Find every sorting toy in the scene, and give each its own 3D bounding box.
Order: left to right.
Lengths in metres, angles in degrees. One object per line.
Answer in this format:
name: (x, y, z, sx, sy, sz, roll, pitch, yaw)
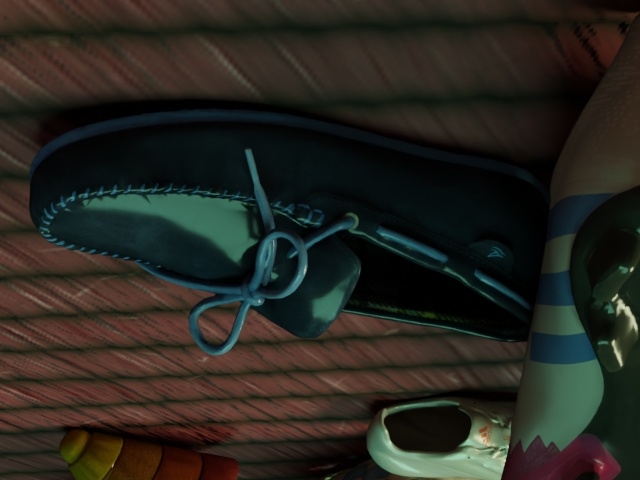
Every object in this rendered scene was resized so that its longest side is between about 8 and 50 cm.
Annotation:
sorting toy: (-0.213, 0.225, 1.141, 0.126, 0.127, 0.365, 39, 143, -17)

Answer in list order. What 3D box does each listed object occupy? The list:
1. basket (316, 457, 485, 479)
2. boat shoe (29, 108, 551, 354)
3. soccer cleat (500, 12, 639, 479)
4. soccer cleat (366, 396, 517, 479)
basket: (0.078, 0.322, 1.131, 0.201, 0.288, 0.255, 10, 152, -30)
boat shoe: (0.000, 0.000, 0.620, 0.258, 0.089, 0.109, 3, 156, -17)
soccer cleat: (0.150, 0.041, 0.614, 0.116, 0.143, 0.331, 7, 142, 6)
soccer cleat: (0.133, 0.148, 1.023, 0.196, 0.068, 0.076, -2, 154, 2)
